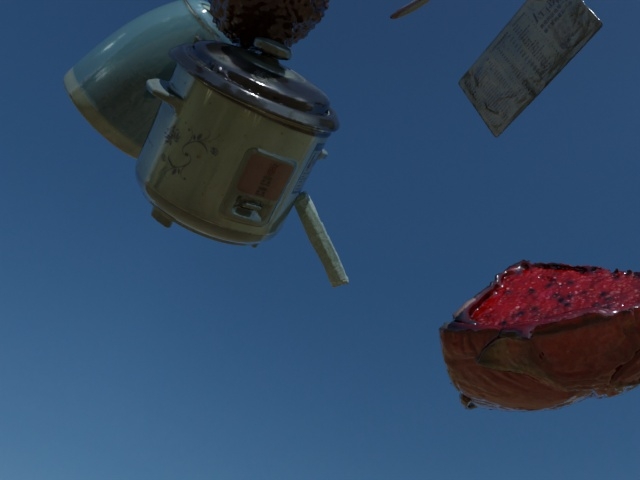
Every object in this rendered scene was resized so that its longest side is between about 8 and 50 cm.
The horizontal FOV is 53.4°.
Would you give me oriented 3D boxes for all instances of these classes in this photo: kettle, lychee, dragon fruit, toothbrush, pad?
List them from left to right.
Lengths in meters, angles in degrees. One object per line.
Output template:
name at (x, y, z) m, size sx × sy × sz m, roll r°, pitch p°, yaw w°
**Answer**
kettle at (-0.348, -0.392, 1.384) m, size 0.342 × 0.319 × 0.247 m, roll -41°, pitch -48°, yaw 9°
lychee at (-0.078, -0.387, 0.993) m, size 0.200 × 0.238 × 0.200 m, roll -12°, pitch -18°, yaw -4°
toothbrush at (0.168, -0.321, 0.796) m, size 0.193 × 0.013 × 0.019 m, roll -17°, pitch -14°, yaw 36°
pad at (0.366, -0.333, 1.153) m, size 0.009 × 0.160 × 0.265 m, roll 1°, pitch -39°, yaw -38°
dragon fruit at (0.183, 0.086, 0.464) m, size 0.161 × 0.120 × 0.127 m, roll -1°, pitch -62°, yaw 47°

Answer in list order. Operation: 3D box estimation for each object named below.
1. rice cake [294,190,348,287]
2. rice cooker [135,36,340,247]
rice cake at (-0.001, 0.001, 1.048) m, size 0.033 × 0.029 × 0.171 m, roll -25°, pitch -84°, yaw 5°
rice cooker at (-0.122, -0.157, 0.954) m, size 0.316 × 0.264 × 0.317 m, roll -12°, pitch -56°, yaw -19°
